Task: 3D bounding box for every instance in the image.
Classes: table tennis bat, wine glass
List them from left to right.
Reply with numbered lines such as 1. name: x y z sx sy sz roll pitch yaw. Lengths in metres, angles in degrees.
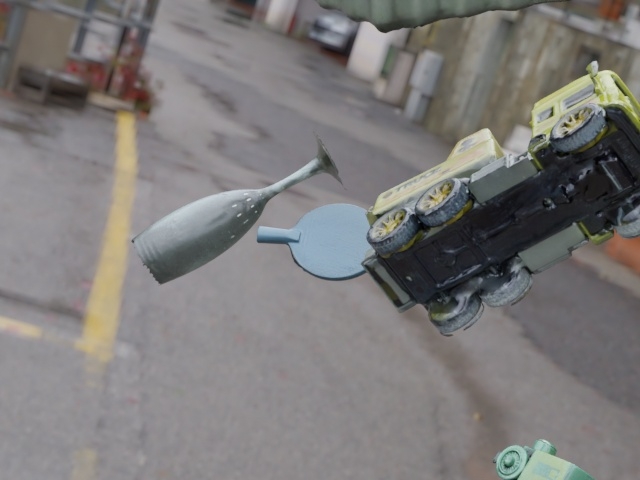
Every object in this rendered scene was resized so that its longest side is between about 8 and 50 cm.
1. wine glass: -0.076 -0.026 1.360 0.066 0.198 0.066 61 -1 1
2. table tennis bat: 0.000 0.000 1.745 0.155 0.100 0.019 4 -26 13

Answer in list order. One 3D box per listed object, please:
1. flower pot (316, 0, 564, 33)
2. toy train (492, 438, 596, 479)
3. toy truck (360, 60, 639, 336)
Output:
1. flower pot: 0.067 -0.235 0.757 0.239 0.189 0.209 -7 30 -5
2. toy train: 0.148 0.203 1.081 0.050 0.122 0.081 38 -14 -33
3. toy truck: 0.167 -0.042 1.290 0.124 0.272 0.157 50 25 -23
